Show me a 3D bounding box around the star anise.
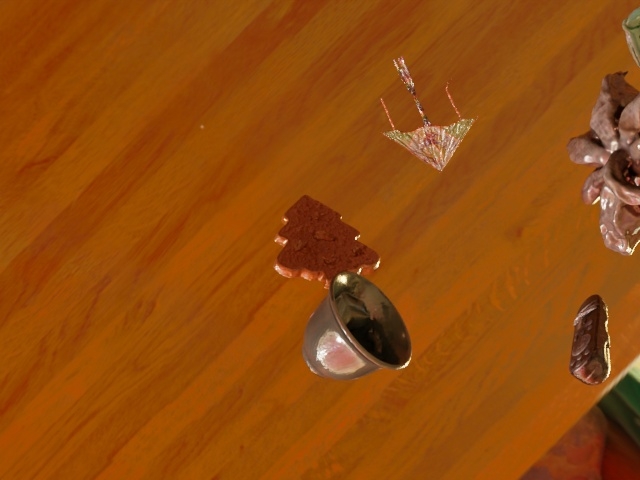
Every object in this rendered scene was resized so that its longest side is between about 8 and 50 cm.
[{"bbox_3d":[0.465,-0.143,0.793,0.139,0.316,0.359,-5,109,-21],"label":"star anise"}]

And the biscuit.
[{"bbox_3d":[0.000,0.000,1.381,0.284,0.306,0.043,0,136,-22],"label":"biscuit"}]

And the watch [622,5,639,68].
[{"bbox_3d":[0.825,-0.478,1.314,0.068,0.195,0.237,-25,66,-1],"label":"watch"}]

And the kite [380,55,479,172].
[{"bbox_3d":[0.199,-0.237,1.052,0.198,0.006,0.244,-7,122,34],"label":"kite"}]

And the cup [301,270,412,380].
[{"bbox_3d":[0.044,0.177,0.987,0.199,0.199,0.150,39,118,-17],"label":"cup"}]

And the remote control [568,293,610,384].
[{"bbox_3d":[0.595,0.213,1.198,0.066,0.266,0.090,40,130,1],"label":"remote control"}]
